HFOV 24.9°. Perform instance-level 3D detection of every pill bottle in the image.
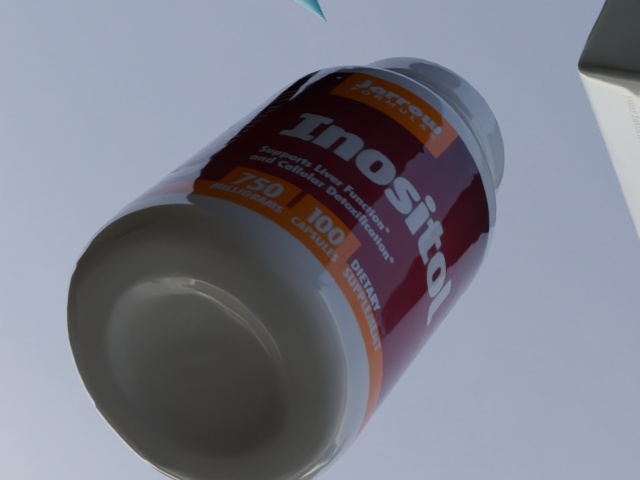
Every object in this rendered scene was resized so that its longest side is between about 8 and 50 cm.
[{"bbox_3d":[0.000,0.000,0.422,0.086,0.152,0.086,12,-60,21],"label":"pill bottle"}]

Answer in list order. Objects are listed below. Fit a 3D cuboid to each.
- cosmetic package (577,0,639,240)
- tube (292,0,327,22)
[{"bbox_3d":[0.418,-0.070,0.915,0.453,0.230,0.161,15,-113,30],"label":"cosmetic package"},{"bbox_3d":[-0.054,-0.193,0.821,0.052,0.207,0.080,-40,-117,1],"label":"tube"}]
